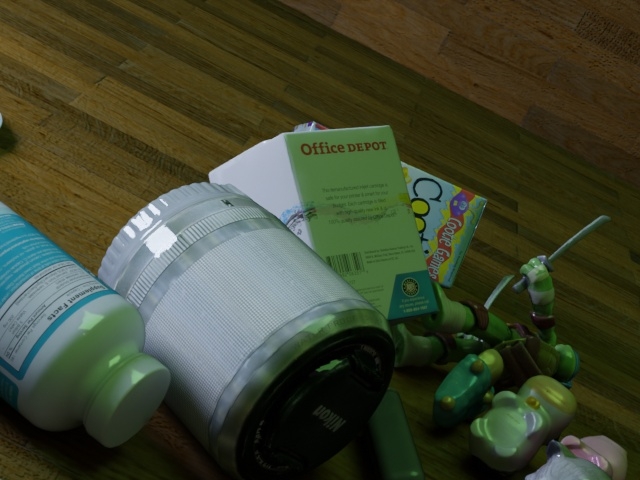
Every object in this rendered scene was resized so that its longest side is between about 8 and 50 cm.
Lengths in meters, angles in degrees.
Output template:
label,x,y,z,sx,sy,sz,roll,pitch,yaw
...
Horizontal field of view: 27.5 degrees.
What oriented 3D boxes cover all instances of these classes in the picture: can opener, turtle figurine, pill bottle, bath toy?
label,x,y,z,sx,sy,sz,roll,pitch,yaw
can opener,0.047,0.209,1.471,0.095,0.076,0.283,-9,29,-4
turtle figurine,0.220,0.090,1.744,0.266,0.274,0.198,8,-6,-31
pill bottle,-0.270,0.083,1.248,0.264,0.146,0.146,36,23,18
bath toy,0.292,0.270,1.532,0.151,0.129,0.348,-39,57,-18

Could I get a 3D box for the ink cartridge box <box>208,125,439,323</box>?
label,x,y,z,sx,sy,sz,roll,pitch,yaw
ink cartridge box,0.000,0.000,1.543,0.171,0.168,0.232,-6,80,-40

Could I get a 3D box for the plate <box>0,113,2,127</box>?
label,x,y,z,sx,sy,sz,roll,pitch,yaw
plate,-0.509,-0.178,1.706,0.188,0.024,0.188,23,23,-10

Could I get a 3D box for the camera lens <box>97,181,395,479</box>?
label,x,y,z,sx,sy,sz,roll,pitch,yaw
camera lens,-0.076,0.096,1.344,0.219,0.219,0.274,0,34,-49

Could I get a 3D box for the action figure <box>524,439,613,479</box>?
label,x,y,z,sx,sy,sz,roll,pitch,yaw
action figure,0.108,0.285,0.988,0.341,0.330,0.178,21,25,-18

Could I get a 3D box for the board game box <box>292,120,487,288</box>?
label,x,y,z,sx,sy,sz,roll,pitch,yaw
board game box,0.073,-0.051,1.886,0.275,0.142,0.144,24,-2,-12
